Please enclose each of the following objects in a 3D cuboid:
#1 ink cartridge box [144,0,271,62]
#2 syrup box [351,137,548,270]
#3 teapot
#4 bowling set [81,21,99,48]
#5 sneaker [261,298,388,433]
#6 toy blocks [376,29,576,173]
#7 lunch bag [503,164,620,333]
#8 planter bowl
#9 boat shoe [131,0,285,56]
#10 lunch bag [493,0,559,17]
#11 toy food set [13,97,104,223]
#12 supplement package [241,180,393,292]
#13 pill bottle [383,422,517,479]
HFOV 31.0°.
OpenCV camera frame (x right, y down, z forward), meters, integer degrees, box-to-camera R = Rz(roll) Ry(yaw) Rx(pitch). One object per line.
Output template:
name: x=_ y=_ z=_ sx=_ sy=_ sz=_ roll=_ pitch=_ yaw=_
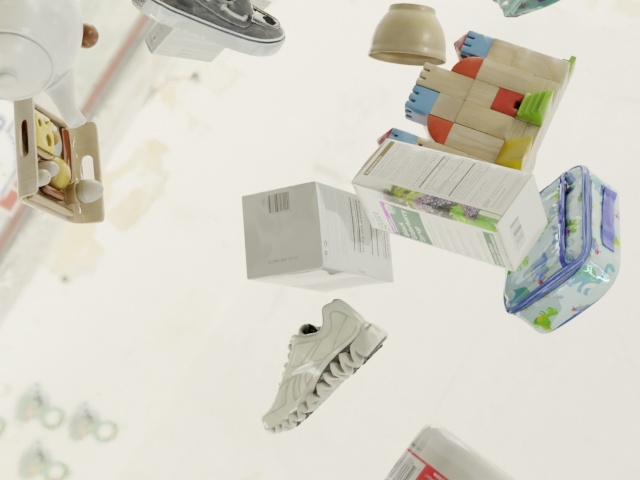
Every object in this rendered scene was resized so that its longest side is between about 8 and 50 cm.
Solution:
ink cartridge box: x=-0.251 y=-0.491 z=2.567 sx=0.232 sy=0.189 sz=0.066 roll=-43 pitch=-116 yaw=33
syrup box: x=0.165 y=-0.050 z=1.501 sx=0.237 sy=0.093 sz=0.096 roll=18 pitch=-122 yaw=38
teapot: x=-0.494 y=-0.311 z=1.800 sx=0.252 sy=0.256 sz=0.187 roll=106 pitch=-19 yaw=-50
bowling set: x=-0.569 y=-0.412 z=2.376 sx=0.154 sy=0.200 sz=0.287 roll=178 pitch=-74 yaw=-69
sneaker: x=-0.014 y=0.208 z=1.901 sx=0.292 sy=0.118 sz=0.110 roll=-48 pitch=175 yaw=29
toy blocks: x=0.270 y=-0.223 z=2.070 sx=0.261 sy=0.190 sz=0.381 roll=22 pitch=-110 yaw=15
lunch bag: x=0.339 y=0.007 z=1.617 sx=0.176 sy=0.090 sz=0.219 roll=-41 pitch=-156 yaw=40
planter bowl: x=0.182 y=-0.422 z=2.351 sx=0.162 sy=0.162 sz=0.109 roll=7 pitch=-90 yaw=57
boat shoe: x=-0.151 y=-0.368 z=1.779 sx=0.102 sy=0.301 sz=0.108 roll=-54 pitch=-129 yaw=23
lunch bag: x=0.326 y=-0.465 z=1.621 sx=0.262 sy=0.160 sz=0.223 roll=-29 pitch=-106 yaw=22
toy food set: x=-0.502 y=-0.166 z=2.250 sx=0.092 sy=0.306 sz=0.219 roll=-8 pitch=-102 yaw=10
supplement package: x=0.000 y=0.000 z=1.816 sx=0.139 sy=0.244 sz=0.133 roll=-10 pitch=-102 yaw=27
pill bottle: x=0.123 y=0.475 z=1.587 sx=0.407 sy=0.229 sz=0.229 roll=-53 pitch=-150 yaw=-4
